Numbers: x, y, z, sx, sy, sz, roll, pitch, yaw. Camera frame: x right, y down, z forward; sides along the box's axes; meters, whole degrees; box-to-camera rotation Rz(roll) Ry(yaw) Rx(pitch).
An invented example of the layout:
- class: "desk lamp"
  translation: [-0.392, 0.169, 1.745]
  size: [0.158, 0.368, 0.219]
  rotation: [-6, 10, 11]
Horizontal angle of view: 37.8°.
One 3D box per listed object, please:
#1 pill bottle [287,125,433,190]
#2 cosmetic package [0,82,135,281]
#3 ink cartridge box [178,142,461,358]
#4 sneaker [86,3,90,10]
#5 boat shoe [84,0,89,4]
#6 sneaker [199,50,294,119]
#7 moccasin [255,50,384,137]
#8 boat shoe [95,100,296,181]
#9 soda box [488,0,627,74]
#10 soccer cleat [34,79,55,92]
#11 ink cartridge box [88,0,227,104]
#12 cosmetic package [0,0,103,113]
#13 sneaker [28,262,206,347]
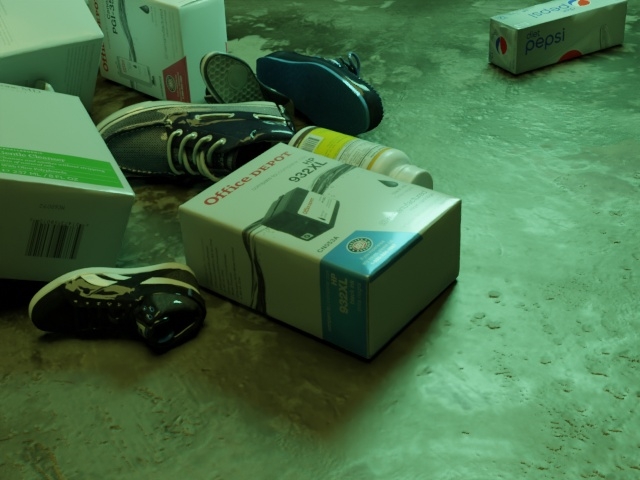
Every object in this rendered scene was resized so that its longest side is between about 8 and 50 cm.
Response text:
- class: "pill bottle"
  translation: [0.055, -0.092, 1.388]
  size: [0.215, 0.117, 0.117]
  rotation: [21, 40, 32]
- class: "cosmetic package"
  translation: [-0.420, -0.092, 1.354]
  size: [0.197, 0.155, 0.365]
  rotation: [5, 27, -32]
- class: "ink cartridge box"
  translation: [0.000, 0.000, 1.240]
  size: [0.307, 0.129, 0.223]
  rotation: [20, 40, 32]
- class: "sneaker"
  translation: [-0.412, -0.442, 2.007]
  size: [0.341, 0.125, 0.139]
  rotation: [-17, 62, -24]
- class: "boat shoe"
  translation: [-0.516, -0.583, 2.232]
  size: [0.226, 0.083, 0.076]
  rotation: [-19, 35, -24]
- class: "sneaker"
  translation: [-0.170, -0.275, 1.644]
  size: [0.163, 0.226, 0.086]
  rotation: [28, 87, 38]
- class: "moccasin"
  translation: [0.011, -0.290, 1.686]
  size: [0.117, 0.137, 0.342]
  rotation: [-19, 37, -30]
- class: "boat shoe"
  translation: [-0.196, -0.150, 1.489]
  size: [0.341, 0.127, 0.158]
  rotation: [-10, 26, -12]
- class: "soda box"
  translation: [0.478, -0.422, 1.879]
  size: [0.286, 0.098, 0.091]
  rotation: [-19, 35, -23]
- class: "soccer cleat"
  translation: [-0.576, -0.171, 1.544]
  size: [0.331, 0.143, 0.116]
  rotation: [-29, 41, -34]
- class: "ink cartridge box"
  translation: [-0.314, -0.392, 1.804]
  size: [0.283, 0.207, 0.117]
  rotation: [24, 40, 36]
- class: "cosmetic package"
  translation: [-0.523, -0.316, 1.653]
  size: [0.225, 0.224, 0.138]
  rotation: [-19, 68, -29]
- class: "sneaker"
  translation: [-0.251, 0.090, 1.169]
  size: [0.217, 0.079, 0.121]
  rotation: [-12, 32, -16]
